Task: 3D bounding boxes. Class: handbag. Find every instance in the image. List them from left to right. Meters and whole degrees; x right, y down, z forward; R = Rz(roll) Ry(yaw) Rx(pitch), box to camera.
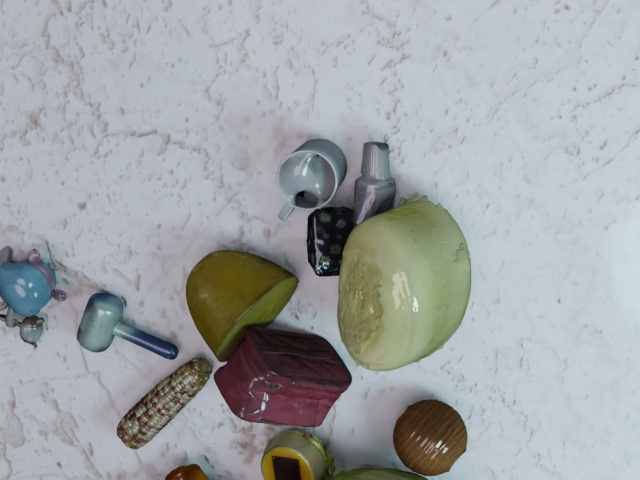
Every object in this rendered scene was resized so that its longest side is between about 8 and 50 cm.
[{"bbox_3d":[-0.061,0.238,1.389,0.225,0.146,0.135,17,115,-40],"label":"handbag"},{"bbox_3d":[0.000,0.000,1.353,0.072,0.139,0.115,-4,94,-21],"label":"handbag"}]

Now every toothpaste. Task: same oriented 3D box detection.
[{"bbox_3d":[0.091,-0.026,1.343,0.099,0.068,0.282,-7,105,-22],"label":"toothpaste"}]

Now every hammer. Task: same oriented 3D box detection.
[{"bbox_3d":[-0.360,0.180,1.504,0.194,0.069,0.116,23,108,-2],"label":"hammer"}]

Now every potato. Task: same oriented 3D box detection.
[{"bbox_3d":[-0.158,0.091,1.400,0.158,0.178,0.203,46,131,13],"label":"potato"}]

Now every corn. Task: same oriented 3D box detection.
[{"bbox_3d":[-0.299,0.310,1.522,0.079,0.079,0.237,45,108,-5],"label":"corn"}]

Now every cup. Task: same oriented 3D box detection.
[{"bbox_3d":[-0.028,-0.104,1.323,0.136,0.133,0.099,-25,101,16],"label":"cup"}]

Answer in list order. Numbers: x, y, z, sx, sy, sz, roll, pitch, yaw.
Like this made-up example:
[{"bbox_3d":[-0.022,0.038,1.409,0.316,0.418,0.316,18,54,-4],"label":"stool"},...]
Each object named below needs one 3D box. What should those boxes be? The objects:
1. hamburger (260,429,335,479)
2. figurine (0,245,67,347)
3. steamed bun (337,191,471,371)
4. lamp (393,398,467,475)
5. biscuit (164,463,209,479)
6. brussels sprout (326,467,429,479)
[{"bbox_3d":[-0.043,0.422,1.508,0.141,0.081,0.126,-18,100,27],"label":"hamburger"},{"bbox_3d":[-0.600,0.125,1.510,0.260,0.103,0.205,-19,100,25],"label":"figurine"},{"bbox_3d":[0.153,0.074,1.282,0.166,0.232,0.273,24,117,46],"label":"steamed bun"},{"bbox_3d":[0.195,0.350,1.415,0.136,0.136,0.136,3,106,9],"label":"lamp"},{"bbox_3d":[-0.232,0.632,1.552,0.312,0.110,0.318,34,87,-3],"label":"biscuit"},{"bbox_3d":[0.113,0.530,1.410,0.317,0.273,0.242,9,66,5],"label":"brussels sprout"}]
